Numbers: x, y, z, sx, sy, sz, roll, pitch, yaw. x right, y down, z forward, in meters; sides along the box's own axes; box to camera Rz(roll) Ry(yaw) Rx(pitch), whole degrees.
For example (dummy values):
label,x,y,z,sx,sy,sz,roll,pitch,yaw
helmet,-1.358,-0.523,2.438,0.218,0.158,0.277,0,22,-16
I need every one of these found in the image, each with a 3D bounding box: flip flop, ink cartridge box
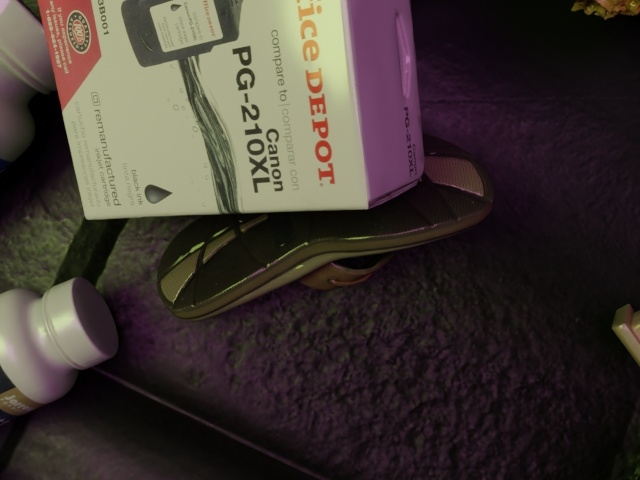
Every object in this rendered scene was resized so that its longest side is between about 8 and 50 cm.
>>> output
label,x,y,z,sx,sy,sz,roll,pitch,yaw
flip flop,0.000,0.000,0.460,0.277,0.080,0.112,-24,50,12
ink cartridge box,-0.062,-0.109,0.393,0.237,0.100,0.172,-1,105,28

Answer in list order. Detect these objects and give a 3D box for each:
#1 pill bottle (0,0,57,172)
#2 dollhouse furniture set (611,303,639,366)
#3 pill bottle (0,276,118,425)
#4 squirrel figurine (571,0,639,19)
label,x,y,z,sx,sy,sz,roll,pitch,yaw
pill bottle,-0.326,-0.088,0.436,0.272,0.152,0.152,-44,85,-3
dollhouse furniture set,0.228,0.265,0.361,0.174,0.303,0.356,-38,81,34
pill bottle,-0.252,0.094,0.444,0.169,0.094,0.094,-25,84,-2
squirrel figurine,0.317,-0.248,0.413,0.396,0.281,0.371,4,95,2
